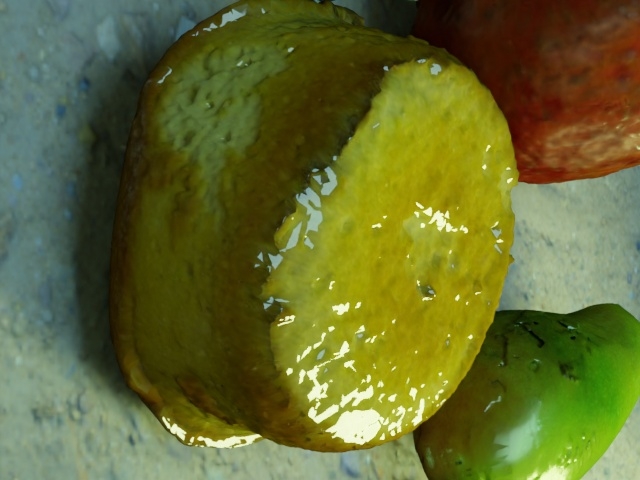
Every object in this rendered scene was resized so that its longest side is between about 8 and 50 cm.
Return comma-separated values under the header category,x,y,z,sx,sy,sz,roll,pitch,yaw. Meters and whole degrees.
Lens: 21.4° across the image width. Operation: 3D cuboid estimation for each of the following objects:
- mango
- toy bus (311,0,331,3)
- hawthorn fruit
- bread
category,x,y,z,sx,sy,sz,roll,pitch,yaw
mango,0.143,0.102,1.133,0.233,0.111,0.125,-34,115,-44
toy bus,0.027,-0.197,0.987,0.090,0.185,0.106,-48,117,-38
hawthorn fruit,0.130,-0.126,1.097,0.243,0.207,0.207,-19,103,-6
bread,0.000,0.000,0.953,0.268,0.146,0.268,-17,114,-43
